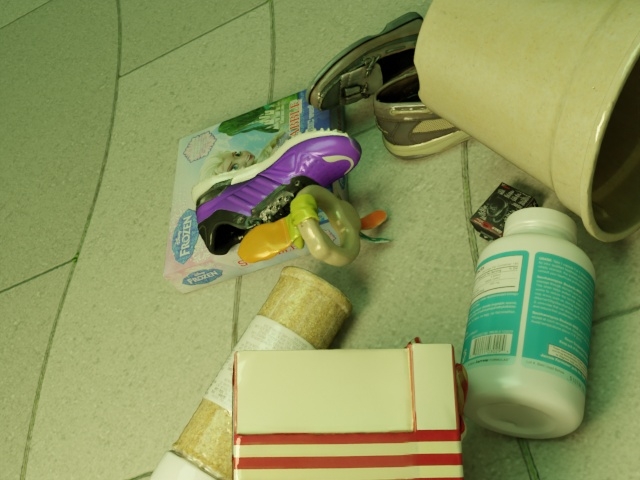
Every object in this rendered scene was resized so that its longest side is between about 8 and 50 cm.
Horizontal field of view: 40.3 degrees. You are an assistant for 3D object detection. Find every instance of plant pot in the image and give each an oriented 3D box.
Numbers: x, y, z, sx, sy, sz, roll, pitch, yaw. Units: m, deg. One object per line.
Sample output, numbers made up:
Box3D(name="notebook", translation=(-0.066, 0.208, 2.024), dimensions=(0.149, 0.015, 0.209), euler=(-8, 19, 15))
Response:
Box3D(name="plant pot", translation=(0.301, -0.213, 1.097), dimensions=(0.305, 0.334, 0.334), euler=(32, 78, 36))

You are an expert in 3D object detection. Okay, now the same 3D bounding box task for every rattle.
Box3D(name="rattle", translation=(0.000, 0.000, 1.286), dimensions=(0.130, 0.200, 0.143), euler=(48, 113, 16))

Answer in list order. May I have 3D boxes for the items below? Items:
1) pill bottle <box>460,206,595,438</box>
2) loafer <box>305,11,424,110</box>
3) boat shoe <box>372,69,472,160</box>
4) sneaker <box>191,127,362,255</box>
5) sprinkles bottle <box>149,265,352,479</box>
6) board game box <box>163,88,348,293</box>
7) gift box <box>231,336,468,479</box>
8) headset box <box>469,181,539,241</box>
Box3D(name="pill bottle", translation=(0.253, 0.093, 1.055), dimensions=(0.146, 0.146, 0.264), euler=(-4, 55, 31))
Box3D(name="loafer", translation=(0.096, -0.291, 1.460), dimensions=(0.267, 0.096, 0.084), euler=(-38, 69, -21))
Box3D(name="boat shoe", translation=(0.243, -0.237, 1.326), dimensions=(0.355, 0.130, 0.132), euler=(-24, 47, 16))
Box3D(name="sneaker", translation=(-0.061, -0.056, 1.327), dimensions=(0.293, 0.102, 0.146), euler=(-23, 55, 22))
Box3D(name="sprinkles bottle", translation=(-0.091, 0.209, 1.208), dimensions=(0.121, 0.121, 0.355), euler=(17, 67, 40))
Box3D(name="board game box", translation=(-0.108, -0.094, 1.491), dimensions=(0.318, 0.066, 0.318), euler=(-18, 49, 21))
Box3D(name="gift box", translation=(0.031, 0.232, 0.962), dimensions=(0.258, 0.276, 0.255), euler=(0, 80, -5))
Box3D(name="headset box", translation=(0.257, -0.034, 1.231), dimensions=(0.083, 0.032, 0.062), euler=(-49, 45, -8))
